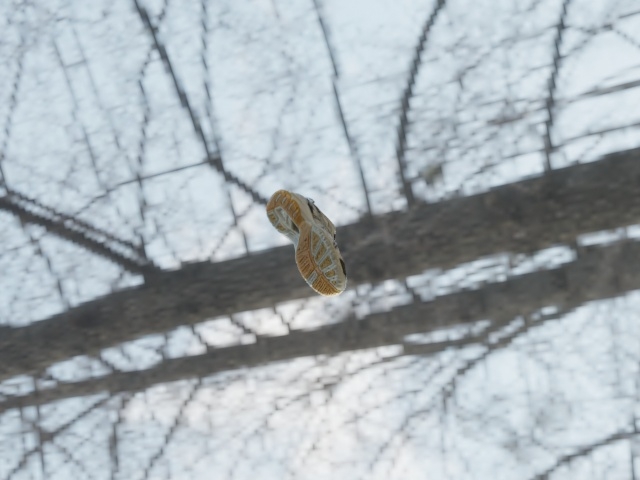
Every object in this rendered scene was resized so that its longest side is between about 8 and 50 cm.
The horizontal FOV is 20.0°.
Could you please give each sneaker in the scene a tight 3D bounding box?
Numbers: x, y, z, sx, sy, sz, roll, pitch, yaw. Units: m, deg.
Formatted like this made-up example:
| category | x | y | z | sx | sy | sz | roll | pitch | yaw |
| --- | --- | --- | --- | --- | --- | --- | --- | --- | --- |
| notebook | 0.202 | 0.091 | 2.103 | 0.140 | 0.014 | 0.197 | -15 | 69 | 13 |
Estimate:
| category | x | y | z | sx | sy | sz | roll | pitch | yaw |
| --- | --- | --- | --- | --- | --- | --- | --- | --- | --- |
| sneaker | 0.000 | 0.000 | 1.144 | 0.037 | 0.032 | 0.083 | 6 | -135 | -47 |
